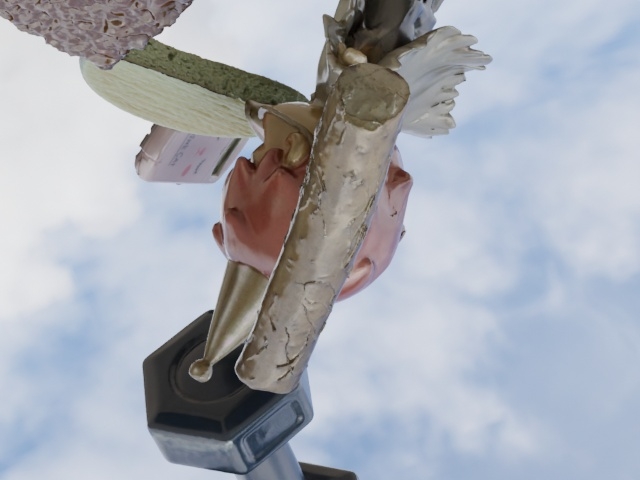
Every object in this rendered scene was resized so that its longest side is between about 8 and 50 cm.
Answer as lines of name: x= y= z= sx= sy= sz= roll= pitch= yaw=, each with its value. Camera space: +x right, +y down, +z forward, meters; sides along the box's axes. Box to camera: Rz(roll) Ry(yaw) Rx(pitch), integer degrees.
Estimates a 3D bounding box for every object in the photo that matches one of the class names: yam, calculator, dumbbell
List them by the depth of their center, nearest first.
yam: x=0.000 y=0.000 z=0.698 sx=0.032 sy=0.145 sz=0.032 roll=13 pitch=-142 yaw=-10
dumbbell: x=-0.050 y=0.209 z=1.732 sx=0.156 sy=0.316 sz=0.143 roll=7 pitch=-128 yaw=26
calculator: x=-0.123 y=-0.100 z=1.906 sx=0.032 sy=0.100 sz=0.175 roll=42 pitch=-162 yaw=20

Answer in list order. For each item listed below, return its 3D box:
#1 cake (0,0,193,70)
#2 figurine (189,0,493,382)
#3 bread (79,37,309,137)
cake: x=-0.128 y=-0.201 z=1.111 sx=0.135 sy=0.135 sz=0.147 roll=-23 pitch=-132 yaw=51
figurine: x=0.005 y=-0.064 z=1.454 sx=0.166 sy=0.207 sz=0.387 roll=30 pitch=-88 yaw=19
bread: x=-0.111 y=-0.122 z=1.525 sx=0.112 sy=0.193 sz=0.036 roll=-27 pitch=-130 yaw=60
